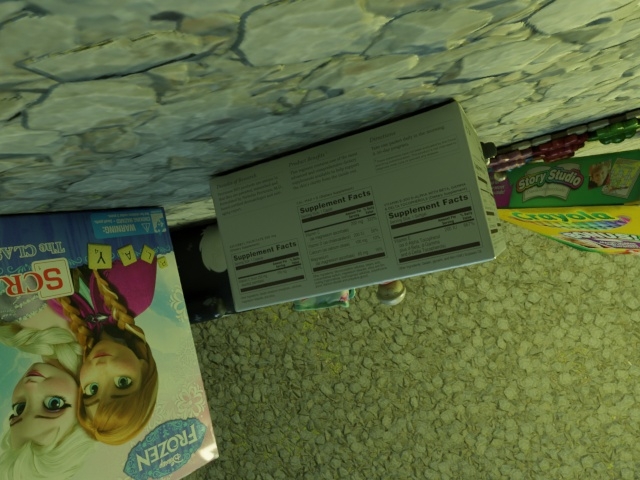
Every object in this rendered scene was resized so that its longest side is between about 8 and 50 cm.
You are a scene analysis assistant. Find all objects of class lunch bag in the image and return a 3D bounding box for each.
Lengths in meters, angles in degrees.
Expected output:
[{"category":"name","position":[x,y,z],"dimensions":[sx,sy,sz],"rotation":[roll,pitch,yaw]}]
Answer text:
[{"category":"lunch bag","position":[0.001,0.053,1.343],"dimensions":[0.160,0.223,0.262],"rotation":[-5,179,4]}]

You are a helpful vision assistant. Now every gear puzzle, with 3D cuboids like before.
[{"category":"gear puzzle","position":[0.431,-0.156,0.855],"dimensions":[0.339,0.044,0.175],"rotation":[-14,178,21]}]

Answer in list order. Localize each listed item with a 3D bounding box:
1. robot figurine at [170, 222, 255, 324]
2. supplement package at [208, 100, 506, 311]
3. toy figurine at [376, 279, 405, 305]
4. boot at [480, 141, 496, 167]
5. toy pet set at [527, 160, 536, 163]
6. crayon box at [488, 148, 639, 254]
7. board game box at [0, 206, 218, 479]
[{"category":"robot figurine","position":[-0.194,0.058,0.979],"dimensions":[0.278,0.173,0.209],"rotation":[-14,172,11]},{"category":"supplement package","position":[0.052,-0.028,0.593],"dimensions":[0.262,0.145,0.204],"rotation":[-13,177,21]},{"category":"toy figurine","position":[0.123,0.022,1.130],"dimensions":[0.209,0.148,0.213],"rotation":[7,-140,44]},{"category":"boot","position":[0.158,-0.085,0.788],"dimensions":[0.137,0.077,0.198],"rotation":[-18,180,-10]},{"category":"toy pet set","position":[0.491,-0.146,1.199],"dimensions":[0.114,0.065,0.122],"rotation":[-11,177,-36]},{"category":"crayon box","position":[0.541,-0.056,1.005],"dimensions":[0.313,0.106,0.363],"rotation":[17,175,-22]},{"category":"board game box","position":[-0.269,0.131,0.545],"dimensions":[0.066,0.318,0.319],"rotation":[-15,178,35]}]
